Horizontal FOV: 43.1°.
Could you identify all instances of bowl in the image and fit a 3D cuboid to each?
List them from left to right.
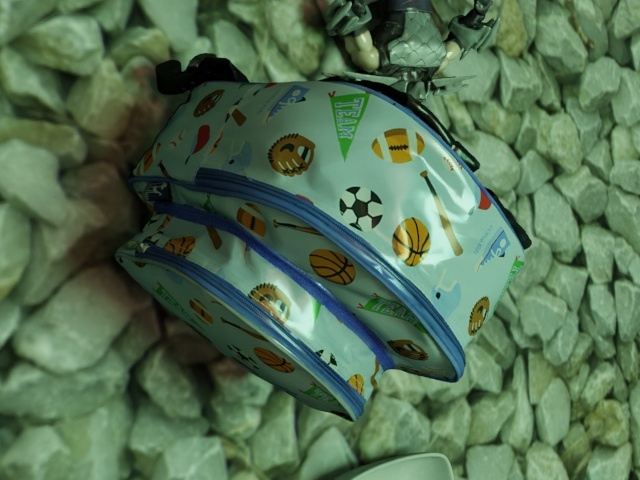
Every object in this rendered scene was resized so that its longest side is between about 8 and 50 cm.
[{"bbox_3d":[0.059,0.268,0.746,0.142,0.053,0.142,-4,91,-37],"label":"bowl"}]

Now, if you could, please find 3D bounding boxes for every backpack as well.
[{"bbox_3d":[0.000,0.000,0.584,0.276,0.263,0.213,38,67,-30],"label":"backpack"}]

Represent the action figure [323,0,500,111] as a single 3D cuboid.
[{"bbox_3d":[0.081,-0.243,0.761,0.185,0.099,0.285,-6,95,-41],"label":"action figure"}]
